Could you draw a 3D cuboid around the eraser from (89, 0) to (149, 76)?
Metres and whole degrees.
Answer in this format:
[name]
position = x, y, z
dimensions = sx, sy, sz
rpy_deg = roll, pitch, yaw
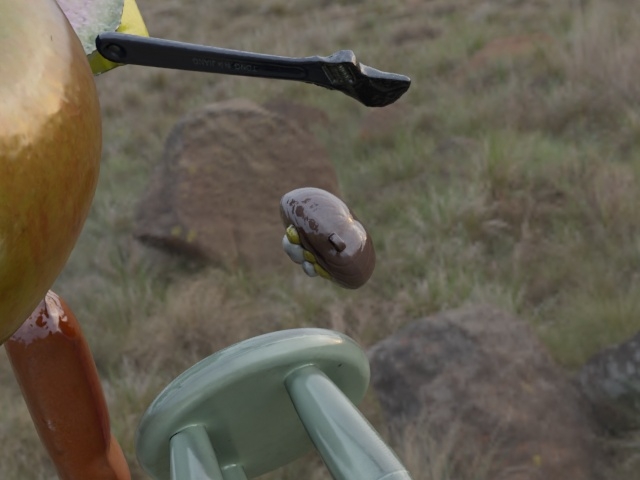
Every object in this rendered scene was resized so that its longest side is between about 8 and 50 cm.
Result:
[eraser]
position = -0.317, -0.306, 1.476
dimensions = 0.158, 0.226, 0.069
rpy_deg = -12, 19, 34

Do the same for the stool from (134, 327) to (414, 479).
[stool]
position = -0.020, 0.195, 0.881
dimensions = 0.195, 0.195, 0.199
rpy_deg = -27, 56, 0

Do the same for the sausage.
[sausage]
position = -0.302, 0.212, 1.435
dimensions = 0.094, 0.349, 0.097
rpy_deg = -14, 27, -4

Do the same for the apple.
[apple]
position = -0.353, -0.081, 0.878
dimensions = 0.400, 0.400, 0.333
rpy_deg = -26, -4, -33

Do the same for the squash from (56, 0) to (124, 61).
[squash]
position = -0.410, -0.212, 1.318
dimensions = 0.310, 0.310, 0.309
rpy_deg = -32, -12, -43

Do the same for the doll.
[doll]
position = 0.005, 0.007, 1.474
dimensions = 0.096, 0.145, 0.188
rpy_deg = -37, -15, -11

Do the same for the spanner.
[spanner]
position = -0.045, -0.113, 0.771
dimensions = 0.208, 0.046, 0.012
rpy_deg = 7, 59, 5
